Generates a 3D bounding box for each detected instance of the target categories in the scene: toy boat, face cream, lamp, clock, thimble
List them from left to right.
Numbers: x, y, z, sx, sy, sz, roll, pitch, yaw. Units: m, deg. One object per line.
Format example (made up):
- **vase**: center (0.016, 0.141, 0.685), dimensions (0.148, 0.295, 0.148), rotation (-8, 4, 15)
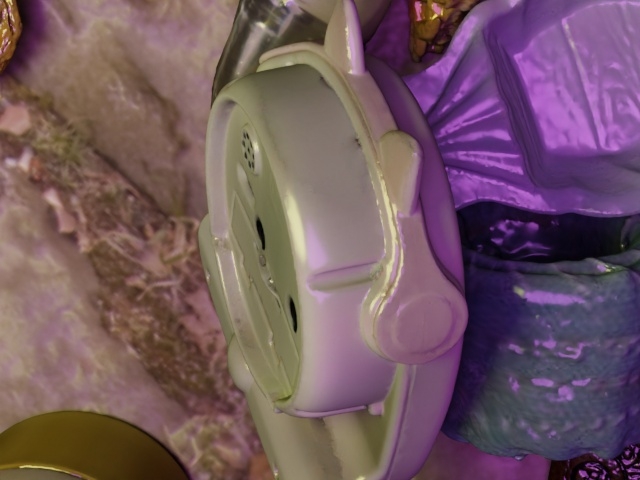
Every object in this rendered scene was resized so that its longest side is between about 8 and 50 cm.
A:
- **face cream**: center (-0.215, 0.268, 1.088), dimensions (0.218, 0.179, 0.218), rotation (2, 105, 6)
- **lamp**: center (-0.009, -0.168, 0.990), dimensions (0.101, 0.101, 0.250), rotation (36, 110, -4)
- **clock**: center (0.000, 0.000, 0.902), dimensions (0.109, 0.265, 0.324), rotation (-10, 143, -16)
- **thimble**: center (0.153, 0.050, 0.966), dimensions (0.198, 0.235, 0.143), rotation (-5, 111, -11)
- **toy boat**: center (0.193, -0.109, 0.963), dimensions (0.290, 0.100, 0.199), rotation (-18, 85, 0)

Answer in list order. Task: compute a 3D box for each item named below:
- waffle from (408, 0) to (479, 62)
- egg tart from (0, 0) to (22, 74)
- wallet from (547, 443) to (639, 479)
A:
- **waffle**: center (0.101, -0.173, 0.931), dimensions (0.032, 0.191, 0.125), rotation (-2, 105, -14)
- **egg tart**: center (-0.286, -0.178, 1.044), dimensions (0.130, 0.052, 0.130), rotation (2, 105, 8)
- **wallet**: center (0.258, 0.119, 1.067), dimensions (0.133, 0.039, 0.243), rotation (9, 106, 6)
